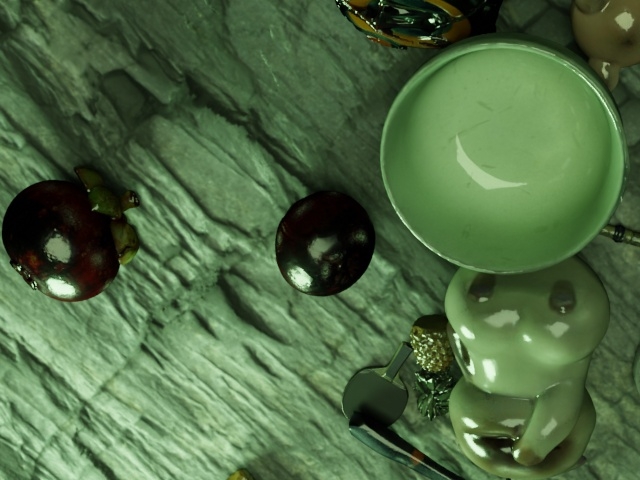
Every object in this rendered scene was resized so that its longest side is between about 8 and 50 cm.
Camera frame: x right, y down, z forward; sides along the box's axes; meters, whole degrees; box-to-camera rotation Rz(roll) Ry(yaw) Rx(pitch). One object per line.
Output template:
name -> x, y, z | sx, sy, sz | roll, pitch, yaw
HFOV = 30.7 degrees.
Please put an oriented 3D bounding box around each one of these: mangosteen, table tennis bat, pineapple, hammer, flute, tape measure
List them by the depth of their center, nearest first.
tape measure -> 0.128, -0.319, 1.465 | 0.222, 0.202, 0.135 | 9, 76, 0
mangosteen -> 0.000, 0.000, 1.622 | 0.152, 0.152, 0.153 | 2, 108, 5
flute -> 0.377, -0.022, 1.626 | 0.233, 0.027, 0.027 | 16, 109, 1
mangosteen -> -0.346, -0.013, 1.643 | 0.199, 0.200, 0.200 | 2, 108, 5
pineapple -> 0.167, 0.189, 1.697 | 0.074, 0.074, 0.159 | -1, 113, 6
hammer -> 0.168, 0.340, 1.733 | 0.289, 0.037, 0.137 | 32, 142, -1
table tennis bat -> 0.093, 0.218, 1.739 | 0.095, 0.014, 0.158 | 29, 110, -3

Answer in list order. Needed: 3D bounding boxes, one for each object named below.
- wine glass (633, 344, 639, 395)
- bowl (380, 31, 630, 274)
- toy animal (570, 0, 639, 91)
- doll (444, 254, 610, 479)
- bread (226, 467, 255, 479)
wine glass -> 0.522, 0.208, 1.597 | 0.164, 0.196, 0.165 | 2, 106, 7
bowl -> 0.237, -0.125, 1.494 | 0.307, 0.163, 0.307 | 5, 116, 11
toy animal -> 0.441, -0.297, 1.472 | 0.248, 0.149, 0.165 | -17, 112, 6
doll -> 0.279, 0.167, 1.591 | 0.214, 0.226, 0.371 | 0, 108, 7
bread -> -0.119, 0.418, 1.807 | 0.154, 0.054, 0.136 | -1, 105, 4
